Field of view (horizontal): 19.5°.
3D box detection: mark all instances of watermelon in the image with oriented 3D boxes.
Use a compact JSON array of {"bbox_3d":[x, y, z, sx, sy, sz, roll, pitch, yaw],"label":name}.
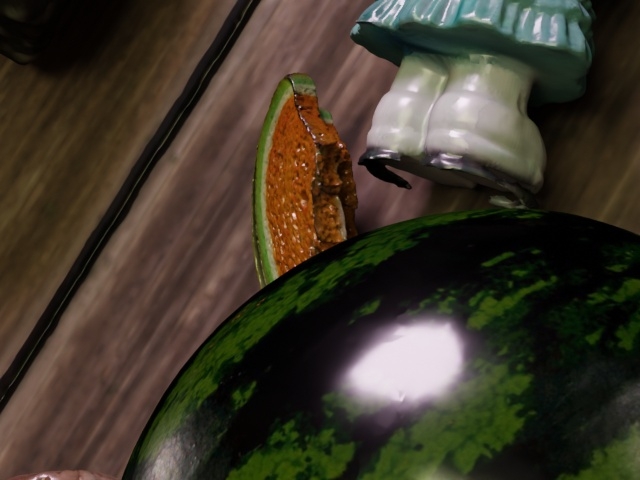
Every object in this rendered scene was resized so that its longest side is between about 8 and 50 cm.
[{"bbox_3d":[0.057,0.120,0.590,0.269,0.269,0.269,-10,64,22],"label":"watermelon"}]

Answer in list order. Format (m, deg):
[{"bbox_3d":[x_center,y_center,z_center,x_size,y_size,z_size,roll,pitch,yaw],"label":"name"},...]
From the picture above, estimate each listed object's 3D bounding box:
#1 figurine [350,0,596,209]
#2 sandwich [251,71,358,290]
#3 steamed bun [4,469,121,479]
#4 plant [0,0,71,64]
[{"bbox_3d":[0.076,-0.140,0.778,0.138,0.110,0.245,9,79,48],"label":"figurine"},{"bbox_3d":[-0.001,-0.001,0.779,0.067,0.029,0.135,-25,70,57],"label":"sandwich"},{"bbox_3d":[-0.111,0.170,0.713,0.175,0.106,0.145,-49,37,49],"label":"steamed bun"},{"bbox_3d":[-0.164,-0.261,0.883,0.213,0.215,0.312,17,74,34],"label":"plant"}]
